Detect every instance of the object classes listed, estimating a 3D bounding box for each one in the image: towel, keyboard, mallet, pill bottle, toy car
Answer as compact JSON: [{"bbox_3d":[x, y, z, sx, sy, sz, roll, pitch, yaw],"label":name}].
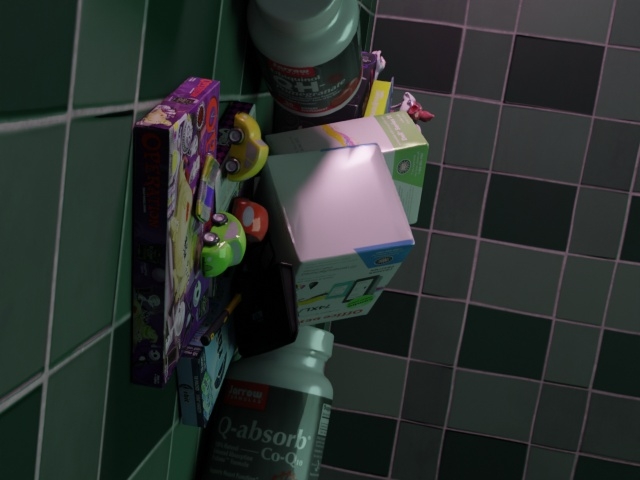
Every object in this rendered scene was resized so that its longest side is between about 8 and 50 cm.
[{"bbox_3d":[-0.145,-0.067,1.218,0.060,0.009,0.083,70,29,-77],"label":"towel"},{"bbox_3d":[-0.097,0.081,1.547,0.317,0.033,0.201,151,-69,-67],"label":"keyboard"},{"bbox_3d":[-0.141,0.117,1.451,0.189,0.039,0.062,-62,153,-57],"label":"mallet"},{"bbox_3d":[-0.023,-0.334,1.523,0.318,0.176,0.176,73,28,-75],"label":"pill bottle"},{"bbox_3d":[-0.092,0.336,1.738,0.210,0.210,0.363,70,30,-76],"label":"pill bottle"},{"bbox_3d":[-0.115,-0.031,1.328,0.225,0.053,0.239,-74,170,-47],"label":"toy car"}]

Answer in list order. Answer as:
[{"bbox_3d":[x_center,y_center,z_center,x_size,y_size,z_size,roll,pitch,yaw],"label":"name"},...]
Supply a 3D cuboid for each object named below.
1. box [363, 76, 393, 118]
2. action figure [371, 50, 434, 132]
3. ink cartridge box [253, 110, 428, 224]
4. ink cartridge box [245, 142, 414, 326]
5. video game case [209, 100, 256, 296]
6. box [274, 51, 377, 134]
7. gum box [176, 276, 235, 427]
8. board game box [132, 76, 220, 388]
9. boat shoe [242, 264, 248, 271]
[{"bbox_3d":[0.111,-0.239,1.916,0.109,0.042,0.178,93,9,-46],"label":"box"},{"bbox_3d":[0.096,-0.241,2.166,0.370,0.248,0.275,-15,-146,53],"label":"action figure"},{"bbox_3d":[0.009,-0.106,1.784,0.207,0.353,0.119,94,-22,-44],"label":"ink cartridge box"},{"bbox_3d":[0.000,0.000,1.588,0.270,0.198,0.197,116,-39,-58],"label":"ink cartridge box"},{"bbox_3d":[-0.145,-0.067,1.441,0.232,0.042,0.210,-72,169,-52],"label":"video game case"},{"bbox_3d":[0.014,-0.280,1.943,0.270,0.165,0.143,-69,167,-56],"label":"box"},{"bbox_3d":[-0.178,0.174,1.503,0.184,0.041,0.157,-74,169,-49],"label":"gum box"},{"bbox_3d":[-0.183,-0.012,1.207,0.208,0.056,0.347,-76,173,-64],"label":"board game box"},{"bbox_3d":[-0.106,0.110,1.832,0.258,0.084,0.095,84,17,-67],"label":"boat shoe"}]
